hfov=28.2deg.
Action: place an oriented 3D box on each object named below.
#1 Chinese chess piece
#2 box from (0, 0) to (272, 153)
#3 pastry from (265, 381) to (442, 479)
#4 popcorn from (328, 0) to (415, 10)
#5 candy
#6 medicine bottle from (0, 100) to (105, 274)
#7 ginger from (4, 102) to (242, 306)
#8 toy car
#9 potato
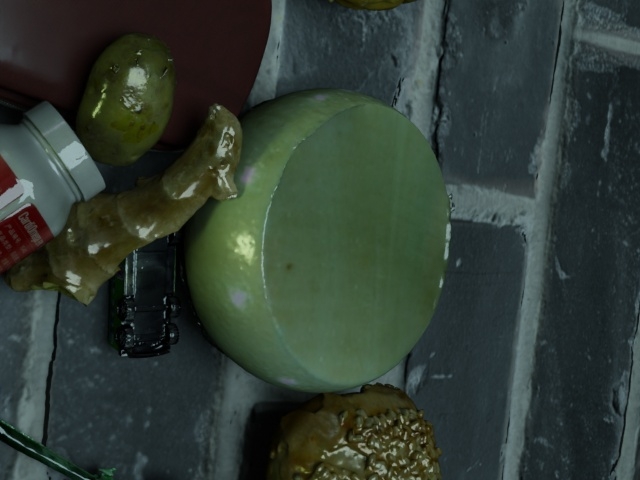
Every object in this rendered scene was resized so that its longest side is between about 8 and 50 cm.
[{"bbox_3d":[0.000,0.000,1.468,0.349,0.146,0.350,-9,102,-46],"label":"Chinese chess piece"},{"bbox_3d":[-0.235,-0.245,1.318,0.403,0.108,0.263,19,88,-37],"label":"box"},{"bbox_3d":[0.046,0.326,1.536,0.255,0.162,0.311,-28,132,-29],"label":"pastry"},{"bbox_3d":[0.066,-0.389,1.476,0.250,0.190,0.250,-26,130,-36],"label":"popcorn"},{"bbox_3d":[-0.248,0.266,1.411,0.323,0.097,0.097,36,75,-27],"label":"candy"},{"bbox_3d":[-0.341,-0.024,1.233,0.250,0.131,0.131,-36,117,-13],"label":"medicine bottle"},{"bbox_3d":[-0.204,-0.039,1.329,0.294,0.131,0.086,-35,164,3],"label":"ginger"},{"bbox_3d":[-0.199,0.046,1.416,0.071,0.062,0.165,-2,98,-37],"label":"toy car"},{"bbox_3d":[-0.190,-0.138,1.261,0.091,0.070,0.138,11,100,-36],"label":"potato"}]
